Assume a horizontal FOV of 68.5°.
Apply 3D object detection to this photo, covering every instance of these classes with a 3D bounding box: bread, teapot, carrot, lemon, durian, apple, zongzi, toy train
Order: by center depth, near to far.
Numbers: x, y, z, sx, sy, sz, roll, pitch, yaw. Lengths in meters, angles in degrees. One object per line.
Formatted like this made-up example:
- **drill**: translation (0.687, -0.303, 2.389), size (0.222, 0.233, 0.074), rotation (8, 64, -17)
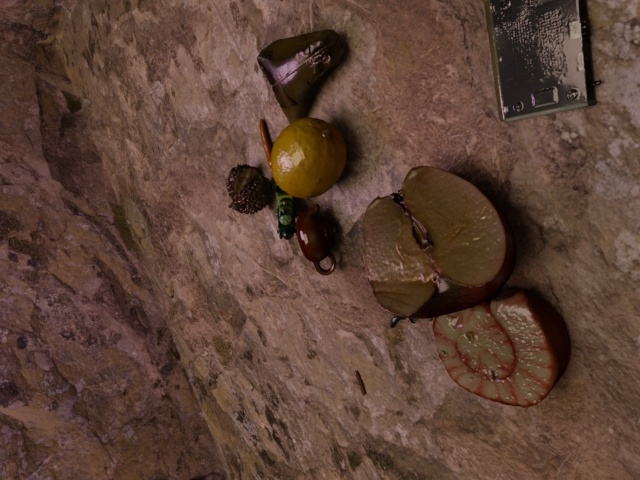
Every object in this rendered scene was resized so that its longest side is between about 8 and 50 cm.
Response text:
- **apple**: translation (0.268, 0.003, 1.142), size (0.295, 0.329, 0.364), rotation (88, 163, -59)
- **bread**: translation (0.444, 0.266, 1.183), size (0.328, 0.114, 0.295), rotation (-11, 98, 50)
- **lemon**: translation (-0.037, -0.251, 1.439), size (0.263, 0.236, 0.235), rotation (-27, 84, 34)
- **zongzi**: translation (-0.030, -0.471, 1.439), size (0.274, 0.145, 0.300), rotation (9, 129, 42)
- **teapot**: translation (0.000, 0.000, 1.580), size (0.135, 0.178, 0.252), rotation (-15, 106, 12)
- **toy train**: translation (-0.122, -0.096, 1.652), size (0.200, 0.083, 0.132), rotation (-101, 2, -51)
- **carrot**: translation (-0.199, -0.358, 1.735), size (0.037, 0.037, 0.190), rotation (-16, 91, 51)
- **durian**: translation (-0.286, -0.189, 1.795), size (0.196, 0.167, 0.196), rotation (-16, 63, 33)

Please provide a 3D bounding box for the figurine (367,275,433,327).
- **figurine**: translation (0.236, 0.179, 1.338), size (0.140, 0.265, 0.193), rotation (-37, 110, 17)

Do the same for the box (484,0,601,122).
- **box**: translation (0.448, -0.392, 0.959), size (0.211, 0.045, 0.270), rotation (3, 107, 50)

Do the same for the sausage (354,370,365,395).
- **sausage**: translation (0.144, 0.520, 1.714), size (0.015, 0.015, 0.100), rotation (-20, 89, 51)
